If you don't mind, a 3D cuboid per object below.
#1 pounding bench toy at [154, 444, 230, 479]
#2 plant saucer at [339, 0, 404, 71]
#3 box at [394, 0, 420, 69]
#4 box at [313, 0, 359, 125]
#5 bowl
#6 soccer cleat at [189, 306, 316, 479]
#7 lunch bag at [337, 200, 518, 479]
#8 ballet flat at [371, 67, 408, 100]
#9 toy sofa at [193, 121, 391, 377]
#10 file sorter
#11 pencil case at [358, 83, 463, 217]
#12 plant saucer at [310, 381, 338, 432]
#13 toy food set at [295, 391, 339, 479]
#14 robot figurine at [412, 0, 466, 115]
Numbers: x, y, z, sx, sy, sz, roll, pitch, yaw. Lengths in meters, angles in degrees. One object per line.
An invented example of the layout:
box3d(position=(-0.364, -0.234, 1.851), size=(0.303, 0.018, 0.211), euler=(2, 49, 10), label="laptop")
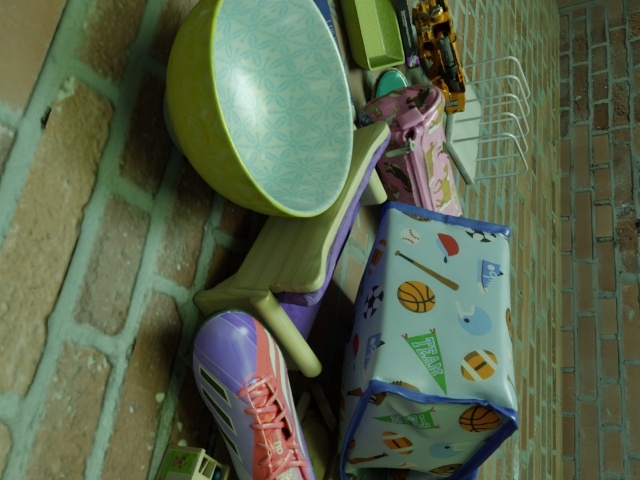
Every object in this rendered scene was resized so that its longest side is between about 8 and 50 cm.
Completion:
box3d(position=(-0.147, 0.282, 0.718), size=(0.065, 0.052, 0.083), euler=(53, 42, -42), label="pounding bench toy")
box3d(position=(0.094, -0.426, 1.250), size=(0.188, 0.045, 0.188), euler=(-35, 114, -56), label="plant saucer")
box3d(position=(0.181, -0.456, 1.371), size=(0.116, 0.029, 0.162), euler=(-82, 157, -64), label="box")
box3d(position=(-0.001, -0.283, 1.072), size=(0.136, 0.037, 0.225), euler=(-44, 124, -54), label="box")
box3d(position=(-0.095, -0.163, 0.778), size=(0.289, 0.156, 0.289), euler=(14, 74, -58), label="bowl")
box3d(position=(-0.063, 0.224, 0.745), size=(0.109, 0.116, 0.318), euler=(-21, 116, -18), label="soccer cleat")
box3d(position=(0.148, 0.194, 0.986), size=(0.385, 0.239, 0.327), euler=(105, -2, -49), label="lunch bag")
box3d(position=(0.151, -0.231, 1.300), size=(0.077, 0.091, 0.240), euler=(-102, 177, -67), label="ballet flat")
box3d(position=(0.000, 0.000, 0.893), size=(0.150, 0.177, 0.362), euler=(61, 37, -35), label="toy sofa")
box3d(position=(0.457, -0.325, 1.721), size=(0.193, 0.173, 0.277), euler=(46, 47, -47), label="file sorter")
box3d(position=(0.189, -0.095, 1.215), size=(0.167, 0.160, 0.385), euler=(-42, 130, -29), label="pencil case")
box3d(position=(0.008, 0.249, 0.975), size=(0.083, 0.015, 0.083), euler=(154, -90, -89), label="plant saucer")
box3d(position=(-0.027, 0.315, 0.939), size=(0.132, 0.039, 0.192), euler=(-61, 142, -35), label="toy food set")
box3d(position=(0.267, -0.413, 1.431), size=(0.291, 0.085, 0.210), euler=(49, 31, -61), label="robot figurine")
